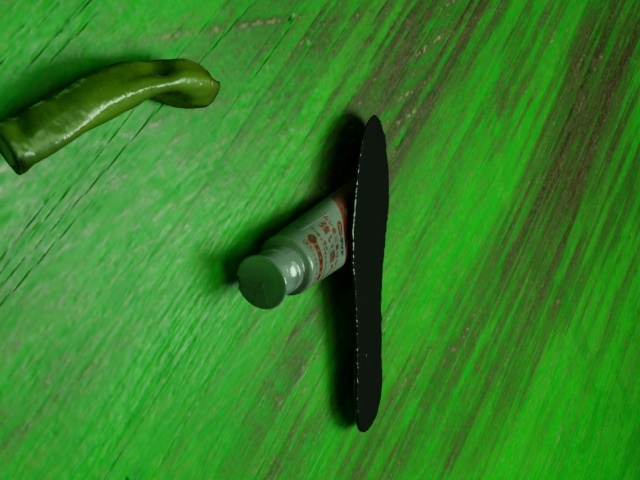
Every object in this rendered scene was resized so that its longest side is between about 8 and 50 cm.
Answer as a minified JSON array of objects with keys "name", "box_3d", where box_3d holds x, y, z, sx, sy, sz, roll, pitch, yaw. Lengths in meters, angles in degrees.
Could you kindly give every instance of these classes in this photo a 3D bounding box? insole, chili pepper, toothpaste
[{"name":"insole","box_3d":[0.052,0.041,0.927,0.119,0.009,0.348,-35,127,-64]},{"name":"chili pepper","box_3d":[-0.148,-0.101,0.631,0.202,0.052,0.050,-31,100,-46]},{"name":"toothpaste","box_3d":[0.000,0.000,0.850,0.234,0.057,0.089,-36,125,-57]}]
